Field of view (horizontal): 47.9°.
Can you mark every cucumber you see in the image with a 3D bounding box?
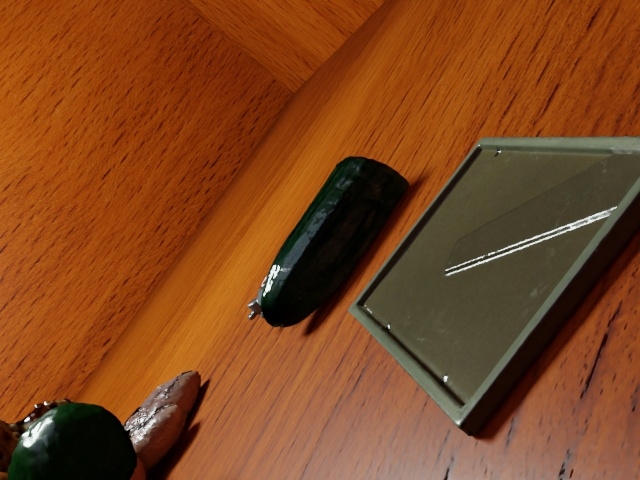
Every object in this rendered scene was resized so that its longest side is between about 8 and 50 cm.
[{"bbox_3d":[0.000,0.000,0.913,0.115,0.063,0.244,16,69,44],"label":"cucumber"}]

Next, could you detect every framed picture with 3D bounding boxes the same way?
[{"bbox_3d":[0.135,0.008,0.613,0.240,0.020,0.324,-52,13,-1],"label":"framed picture"}]

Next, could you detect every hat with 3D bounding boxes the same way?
[{"bbox_3d":[-0.348,0.380,0.827,0.400,0.285,0.285,-35,15,3],"label":"hat"}]

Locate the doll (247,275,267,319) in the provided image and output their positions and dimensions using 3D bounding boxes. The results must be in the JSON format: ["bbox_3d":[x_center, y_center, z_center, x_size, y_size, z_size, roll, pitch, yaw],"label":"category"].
[{"bbox_3d":[-0.029,0.045,0.988,0.195,0.062,0.104,-41,35,11],"label":"doll"}]

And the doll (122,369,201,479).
[{"bbox_3d":[-0.295,0.285,1.054,0.201,0.156,0.303,-42,12,37],"label":"doll"}]

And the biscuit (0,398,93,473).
[{"bbox_3d":[-0.430,0.377,1.085,0.289,0.081,0.334,-57,-29,-10],"label":"biscuit"}]
